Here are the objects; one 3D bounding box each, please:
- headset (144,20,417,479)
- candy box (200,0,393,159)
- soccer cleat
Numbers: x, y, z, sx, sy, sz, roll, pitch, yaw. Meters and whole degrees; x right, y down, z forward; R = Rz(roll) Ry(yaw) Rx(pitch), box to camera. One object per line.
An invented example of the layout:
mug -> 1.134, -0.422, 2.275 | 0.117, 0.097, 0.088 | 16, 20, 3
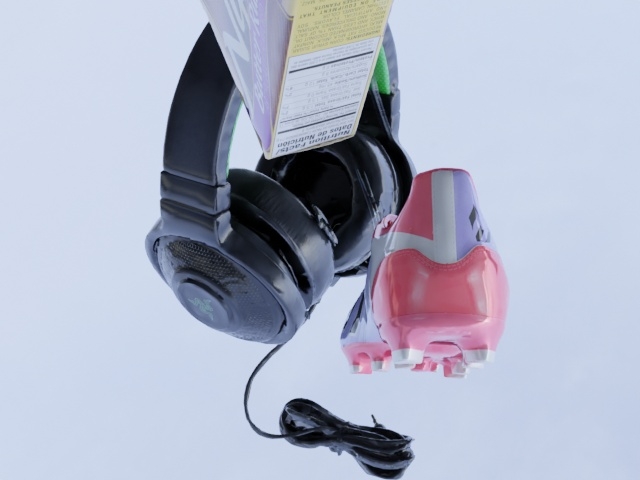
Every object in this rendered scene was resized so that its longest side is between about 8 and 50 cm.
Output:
headset -> 0.000, 0.000, 0.861 | 0.185, 0.394, 0.243 | 19, -147, 29
candy box -> -0.012, -0.132, 0.495 | 0.053, 0.187, 0.109 | -16, -114, -17
soccer cleat -> 0.056, 0.028, 0.631 | 0.083, 0.248, 0.095 | 3, -98, -1
